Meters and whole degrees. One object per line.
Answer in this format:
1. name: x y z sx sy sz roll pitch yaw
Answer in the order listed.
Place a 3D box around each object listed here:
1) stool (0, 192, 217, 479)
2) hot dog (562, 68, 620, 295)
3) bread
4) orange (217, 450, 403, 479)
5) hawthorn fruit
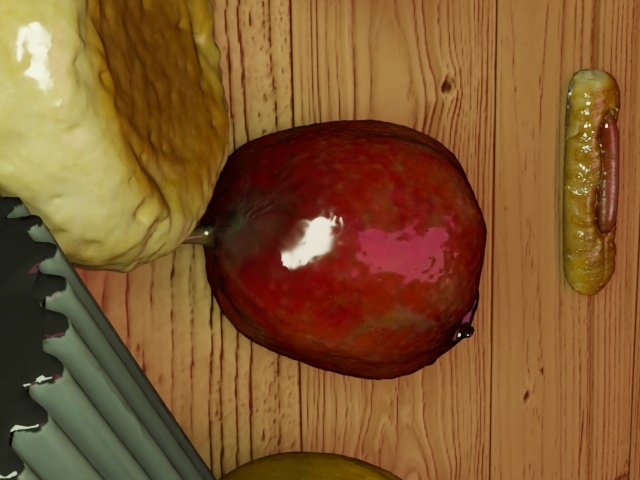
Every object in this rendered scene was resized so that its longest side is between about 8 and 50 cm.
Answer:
1. stool: -0.184 0.179 0.760 0.297 0.297 0.330 -55 139 -23
2. hot dog: 0.253 -0.050 1.361 0.066 0.047 0.215 -16 112 -42
3. bread: -0.144 -0.097 0.806 0.244 0.134 0.244 -8 90 -71
4. orange: -0.003 0.283 1.006 0.235 0.279 0.279 -35 138 14
5. hawthorn fruit: 0.000 0.000 1.010 0.251 0.189 0.189 11 92 -30
